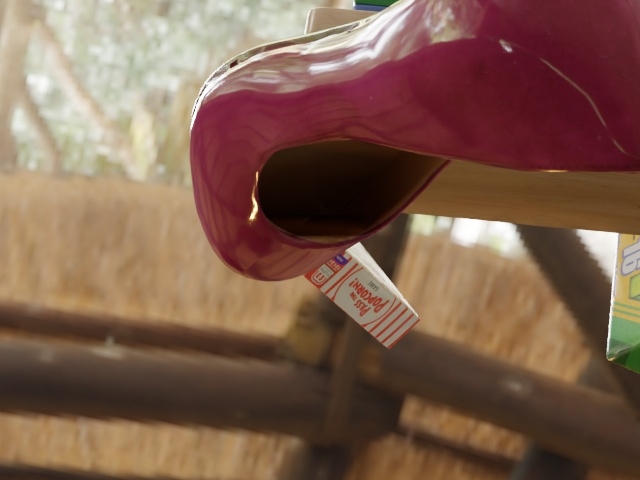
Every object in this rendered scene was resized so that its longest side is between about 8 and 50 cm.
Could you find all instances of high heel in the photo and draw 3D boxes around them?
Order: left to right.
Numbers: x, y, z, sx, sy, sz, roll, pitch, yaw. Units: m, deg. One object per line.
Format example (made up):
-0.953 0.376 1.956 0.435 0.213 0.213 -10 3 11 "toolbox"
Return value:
0.033 -0.024 0.862 0.127 0.377 0.181 -9 -115 -20 "high heel"

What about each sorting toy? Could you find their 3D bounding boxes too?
0.125 -0.106 1.367 0.257 0.089 0.255 5 156 4 "sorting toy"

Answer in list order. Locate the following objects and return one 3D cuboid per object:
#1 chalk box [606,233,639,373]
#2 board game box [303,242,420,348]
0.392 0.007 1.566 0.179 0.289 0.180 23 -122 -22 "chalk box"
0.000 0.000 1.823 0.147 0.045 0.193 42 -173 -42 "board game box"
